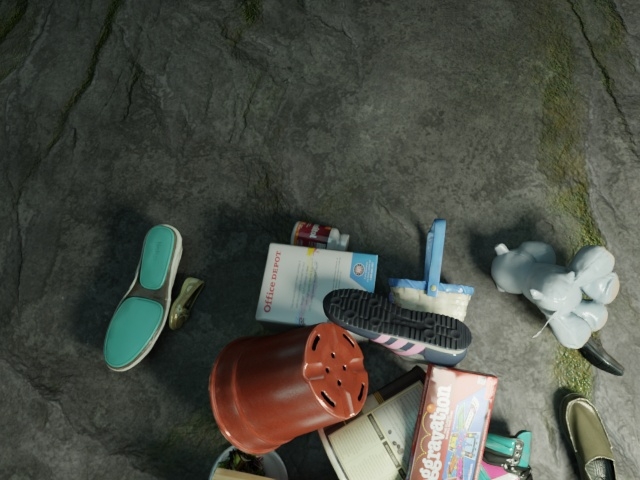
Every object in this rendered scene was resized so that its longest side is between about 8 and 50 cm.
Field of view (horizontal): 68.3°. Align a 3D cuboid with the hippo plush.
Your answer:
[{"bbox_3d":[0.541,0.122,1.161,0.294,0.234,0.237,-24,24,-19],"label":"hippo plush"}]

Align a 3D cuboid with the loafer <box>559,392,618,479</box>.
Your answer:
[{"bbox_3d":[0.625,0.475,1.071,0.095,0.087,0.251,-12,70,2],"label":"loafer"}]

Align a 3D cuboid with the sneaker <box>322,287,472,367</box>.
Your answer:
[{"bbox_3d":[0.152,0.205,1.021,0.319,0.131,0.112,18,45,13],"label":"sneaker"}]

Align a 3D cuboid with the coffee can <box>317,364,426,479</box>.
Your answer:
[{"bbox_3d":[0.160,0.442,1.070,0.275,0.201,0.201,-29,70,-5],"label":"coffee can"}]

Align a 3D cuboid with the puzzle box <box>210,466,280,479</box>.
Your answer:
[{"bbox_3d":[-0.031,0.629,1.009,0.409,0.272,0.052,8,29,8],"label":"puzzle box"}]

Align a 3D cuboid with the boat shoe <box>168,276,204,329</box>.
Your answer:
[{"bbox_3d":[-0.369,0.175,1.301,0.048,0.056,0.153,12,65,15],"label":"boat shoe"}]

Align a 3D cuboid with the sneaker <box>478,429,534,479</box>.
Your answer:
[{"bbox_3d":[0.452,0.520,1.053,0.296,0.124,0.178,26,82,21],"label":"sneaker"}]

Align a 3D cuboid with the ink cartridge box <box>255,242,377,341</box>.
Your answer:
[{"bbox_3d":[-0.001,0.140,1.198,0.270,0.197,0.198,7,72,8],"label":"ink cartridge box"}]

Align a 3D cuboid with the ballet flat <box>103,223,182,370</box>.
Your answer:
[{"bbox_3d":[-0.458,0.154,1.279,0.139,0.139,0.400,12,76,10],"label":"ballet flat"}]

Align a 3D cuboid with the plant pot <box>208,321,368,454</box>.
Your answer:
[{"bbox_3d":[-0.057,0.313,1.047,0.265,0.272,0.272,-27,65,35],"label":"plant pot"}]

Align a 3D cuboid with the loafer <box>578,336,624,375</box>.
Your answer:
[{"bbox_3d":[0.672,0.261,1.160,0.170,0.062,0.061,40,74,16],"label":"loafer"}]

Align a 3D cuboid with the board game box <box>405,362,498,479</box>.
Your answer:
[{"bbox_3d":[0.265,0.404,0.966,0.145,0.027,0.281,11,90,-5],"label":"board game box"}]

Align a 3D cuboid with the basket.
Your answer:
[{"bbox_3d":[0.269,0.103,1.155,0.201,0.255,0.288,10,83,12],"label":"basket"}]

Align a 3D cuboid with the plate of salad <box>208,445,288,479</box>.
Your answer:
[{"bbox_3d":[-0.177,0.590,1.134,0.200,0.048,0.199,-2,70,6],"label":"plate of salad"}]

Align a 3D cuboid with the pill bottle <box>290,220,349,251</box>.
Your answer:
[{"bbox_3d":[0.000,0.000,1.308,0.152,0.086,0.086,11,72,9],"label":"pill bottle"}]
